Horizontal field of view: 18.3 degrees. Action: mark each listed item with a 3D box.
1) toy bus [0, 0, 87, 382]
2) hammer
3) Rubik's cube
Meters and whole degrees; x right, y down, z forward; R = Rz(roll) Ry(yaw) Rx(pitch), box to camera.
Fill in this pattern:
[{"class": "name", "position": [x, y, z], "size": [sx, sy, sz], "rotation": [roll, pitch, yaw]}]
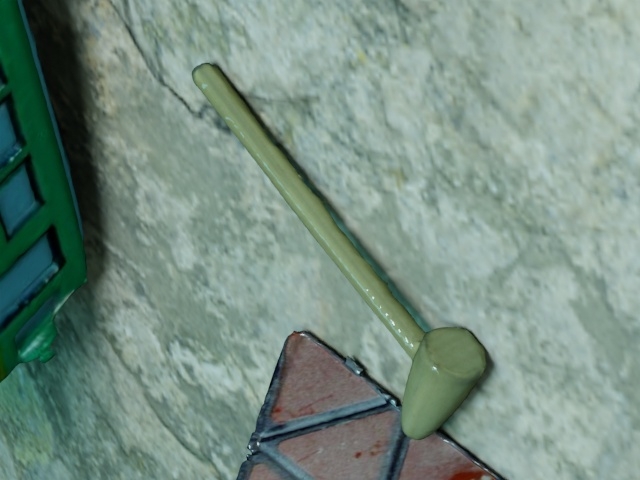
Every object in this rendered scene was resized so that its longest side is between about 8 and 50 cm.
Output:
[{"class": "toy bus", "position": [-0.234, -0.063, 0.936], "size": [0.183, 0.199, 0.344], "rotation": [32, 147, 34]}, {"class": "hammer", "position": [0.000, 0.000, 0.872], "size": [0.195, 0.028, 0.060], "rotation": [53, 145, 20]}, {"class": "Rubik's cube", "position": [0.055, 0.186, 0.892], "size": [0.190, 0.211, 0.178], "rotation": [9, 145, 22]}]
